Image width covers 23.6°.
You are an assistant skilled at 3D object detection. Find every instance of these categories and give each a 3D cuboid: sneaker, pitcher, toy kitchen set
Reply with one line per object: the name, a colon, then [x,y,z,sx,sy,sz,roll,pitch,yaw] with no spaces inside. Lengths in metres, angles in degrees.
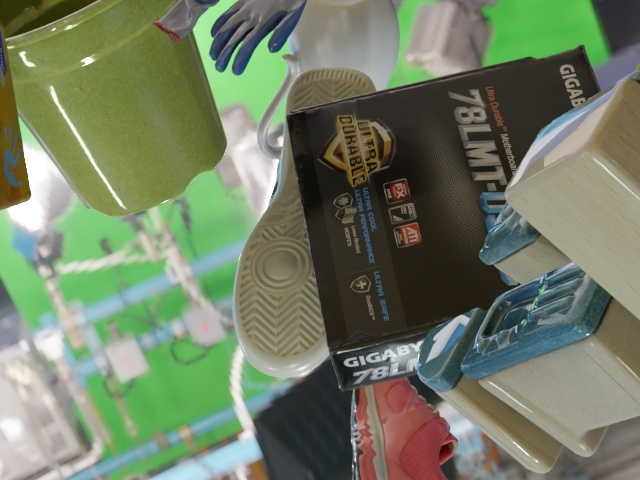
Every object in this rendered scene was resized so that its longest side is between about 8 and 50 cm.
sneaker: [0.000,0.000,1.536,0.131,0.148,0.350,10,-122,9]
pitcher: [0.005,-0.192,1.745,0.177,0.207,0.125,-21,-136,-20]
toy kitchen set: [0.119,-0.019,0.613,0.166,0.122,0.207,-57,-167,-31]
sneaker: [0.108,0.249,1.994,0.136,0.116,0.314,2,-143,-1]

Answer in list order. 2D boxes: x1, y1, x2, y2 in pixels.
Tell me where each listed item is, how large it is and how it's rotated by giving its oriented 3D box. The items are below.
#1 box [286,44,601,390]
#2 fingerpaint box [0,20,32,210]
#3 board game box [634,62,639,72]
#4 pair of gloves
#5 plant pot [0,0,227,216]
box: [0.133,-0.028,1.377,0.293,0.073,0.295,-13,-131,5]
fingerpaint box: [-0.407,-0.222,1.296,0.163,0.445,0.371,-7,-173,8]
board game box: [0.311,-0.088,1.508,0.092,0.181,0.043,7,-151,-45]
pair of gloves: [-0.069,-0.231,1.414,0.159,0.023,0.198,-48,-139,-7]
plant pot: [-0.232,-0.176,1.675,0.276,0.254,0.276,-18,-151,11]
